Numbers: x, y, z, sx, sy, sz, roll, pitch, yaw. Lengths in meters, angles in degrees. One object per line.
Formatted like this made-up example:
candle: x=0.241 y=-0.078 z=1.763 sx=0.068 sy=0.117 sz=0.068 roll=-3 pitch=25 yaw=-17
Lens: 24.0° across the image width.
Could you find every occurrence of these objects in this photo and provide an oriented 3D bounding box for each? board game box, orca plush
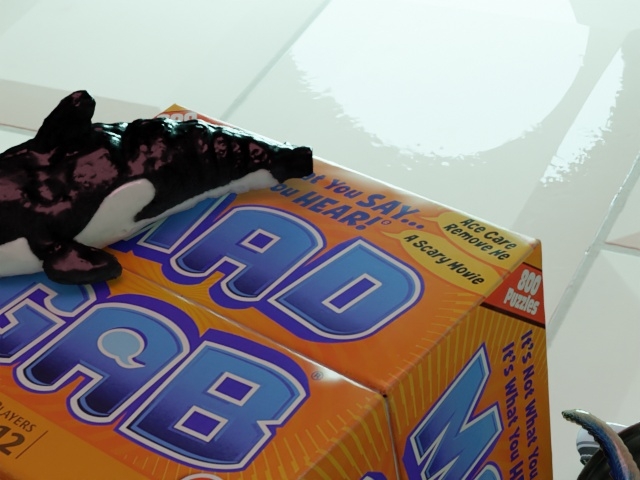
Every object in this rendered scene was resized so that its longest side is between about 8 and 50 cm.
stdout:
board game box: x=-0.071 y=0.174 z=1.126 sx=0.356 sy=0.356 sz=0.356 roll=23 pitch=48 yaw=34
orca plush: x=-0.149 y=-0.052 z=1.053 sx=0.287 sy=0.102 sz=0.151 roll=-6 pitch=38 yaw=5

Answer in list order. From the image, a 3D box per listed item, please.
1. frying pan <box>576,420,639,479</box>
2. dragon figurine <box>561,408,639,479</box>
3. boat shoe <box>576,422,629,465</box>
frying pan: x=0.347 y=0.216 z=1.144 sx=0.326 sy=0.053 sz=0.197 roll=-12 pitch=73 yaw=4
dragon figurine: x=0.244 y=0.255 z=1.086 sx=0.144 sy=0.085 sz=0.289 roll=-44 pitch=74 yaw=-3
boat shoe: x=0.304 y=0.219 z=1.229 sx=0.228 sy=0.080 sz=0.076 roll=21 pitch=71 yaw=27
